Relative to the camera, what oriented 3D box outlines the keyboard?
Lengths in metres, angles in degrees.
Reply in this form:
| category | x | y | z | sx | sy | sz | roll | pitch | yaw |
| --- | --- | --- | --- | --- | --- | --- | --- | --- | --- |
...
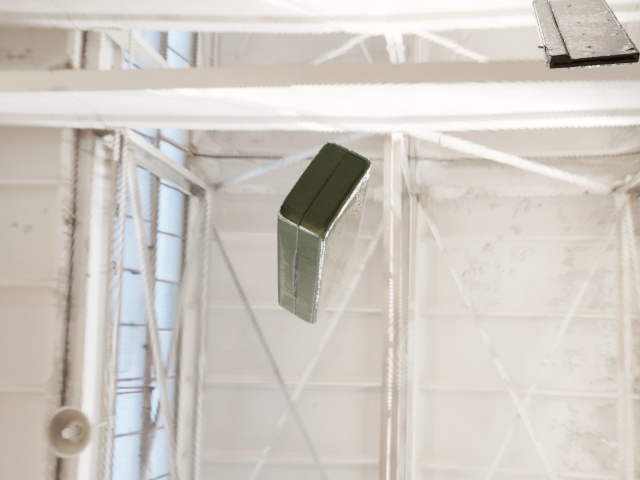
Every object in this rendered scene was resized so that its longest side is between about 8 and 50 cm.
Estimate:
| category | x | y | z | sx | sy | sz | roll | pitch | yaw |
| --- | --- | --- | --- | --- | --- | --- | --- | --- | --- |
| keyboard | 0.304 | -0.254 | 0.998 | 0.101 | 0.309 | 0.018 | -1 | -63 | 11 |

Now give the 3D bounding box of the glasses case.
| category | x | y | z | sx | sy | sz | roll | pitch | yaw |
| --- | --- | --- | --- | --- | --- | --- | --- | --- | --- |
| glasses case | 0.000 | 0.000 | 0.679 | 0.039 | 0.184 | 0.077 | 29 | -114 | 11 |
